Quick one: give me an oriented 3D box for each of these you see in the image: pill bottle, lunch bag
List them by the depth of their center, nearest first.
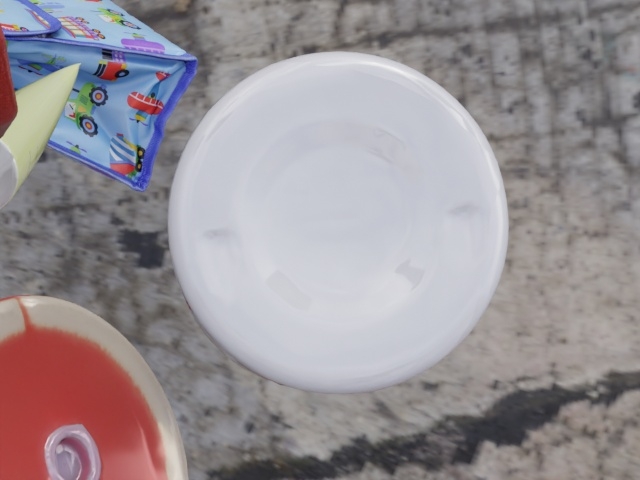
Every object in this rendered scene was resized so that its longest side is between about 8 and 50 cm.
[{"bbox_3d":[0.000,0.000,0.888,0.161,0.283,0.161,0,86,-4],"label":"pill bottle"},{"bbox_3d":[-0.297,-0.169,1.436,0.293,0.221,0.138,12,108,-43],"label":"lunch bag"}]

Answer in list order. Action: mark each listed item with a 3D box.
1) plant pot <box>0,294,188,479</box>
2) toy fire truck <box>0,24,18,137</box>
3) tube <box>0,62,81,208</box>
[{"bbox_3d":[-0.230,0.162,0.999,0.275,0.243,0.275,32,46,-40],"label":"plant pot"},{"bbox_3d":[-0.252,-0.173,0.950,0.169,0.254,0.302,-29,67,-16],"label":"toy fire truck"},{"bbox_3d":[-0.224,-0.077,1.198,0.070,0.240,0.062,-5,106,2],"label":"tube"}]
